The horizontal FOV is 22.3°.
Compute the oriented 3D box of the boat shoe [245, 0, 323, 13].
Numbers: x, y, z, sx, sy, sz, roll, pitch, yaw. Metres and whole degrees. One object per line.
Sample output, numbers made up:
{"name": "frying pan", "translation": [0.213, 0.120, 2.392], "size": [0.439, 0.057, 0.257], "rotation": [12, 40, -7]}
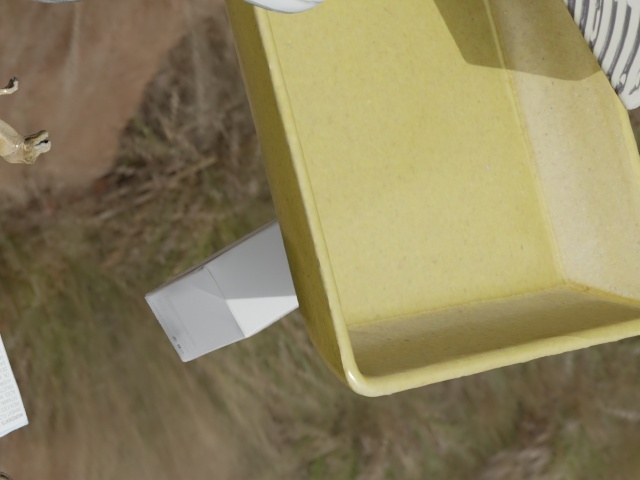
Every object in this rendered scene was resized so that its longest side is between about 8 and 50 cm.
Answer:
{"name": "boat shoe", "translation": [-0.026, -0.244, 0.590], "size": [0.103, 0.320, 0.118], "rotation": [-15, 169, 38]}

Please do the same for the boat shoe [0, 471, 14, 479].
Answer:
{"name": "boat shoe", "translation": [-0.289, 0.255, 1.361], "size": [0.123, 0.123, 0.342], "rotation": [-29, 143, -2]}

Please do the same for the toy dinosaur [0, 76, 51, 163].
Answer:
{"name": "toy dinosaur", "translation": [-0.260, -0.084, 1.032], "size": [0.183, 0.053, 0.092], "rotation": [3, 104, -15]}

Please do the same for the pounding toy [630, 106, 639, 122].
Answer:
{"name": "pounding toy", "translation": [0.314, -0.184, 1.563], "size": [0.206, 0.181, 0.094], "rotation": [5, 117, -14]}

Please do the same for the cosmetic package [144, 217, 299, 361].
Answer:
{"name": "cosmetic package", "translation": [0.000, 0.000, 1.148], "size": [0.239, 0.060, 0.099], "rotation": [-31, -179, -33]}

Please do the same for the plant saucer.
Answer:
{"name": "plant saucer", "translation": [0.070, -0.077, 1.043], "size": [0.333, 0.332, 0.081], "rotation": [-7, 170, -45]}

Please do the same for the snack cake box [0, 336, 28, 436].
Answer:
{"name": "snack cake box", "translation": [-0.289, 0.066, 0.762], "size": [0.264, 0.089, 0.152], "rotation": [-23, 106, -31]}

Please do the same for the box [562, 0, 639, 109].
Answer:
{"name": "box", "translation": [0.167, -0.225, 1.030], "size": [0.094, 0.275, 0.113], "rotation": [-30, -178, 14]}

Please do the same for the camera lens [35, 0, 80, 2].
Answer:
{"name": "camera lens", "translation": [-0.216, -0.351, 1.356], "size": [0.219, 0.219, 0.274], "rotation": [-11, 154, -24]}
